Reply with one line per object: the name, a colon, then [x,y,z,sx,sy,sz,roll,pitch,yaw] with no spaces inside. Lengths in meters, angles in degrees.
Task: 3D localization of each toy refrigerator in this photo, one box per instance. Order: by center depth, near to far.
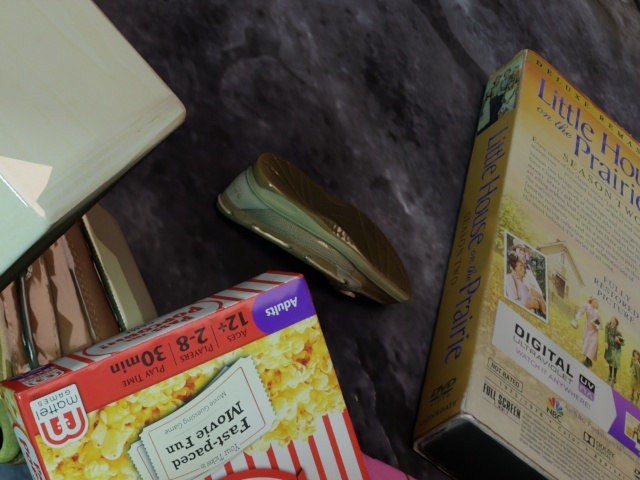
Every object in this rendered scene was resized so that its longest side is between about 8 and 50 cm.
toy refrigerator: [-0.175,-0.001,0.463,0.102,0.269,0.094,48,39,-6]

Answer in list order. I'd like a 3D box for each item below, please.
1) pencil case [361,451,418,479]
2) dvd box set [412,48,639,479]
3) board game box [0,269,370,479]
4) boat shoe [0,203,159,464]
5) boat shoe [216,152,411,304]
pencil case: [0.070,0.204,0.710,0.209,0.095,0.098,33,70,-21]
dvd box set: [0.232,0.069,0.987,0.307,0.062,0.420,37,42,-20]
board game box: [-0.049,0.130,0.581,0.146,0.045,0.194,-23,101,-25]
boat shoe: [-0.186,-0.038,0.605,0.104,0.110,0.307,-24,81,-52]
boat shoe: [0.000,0.001,0.825,0.153,0.048,0.056,35,30,-32]
